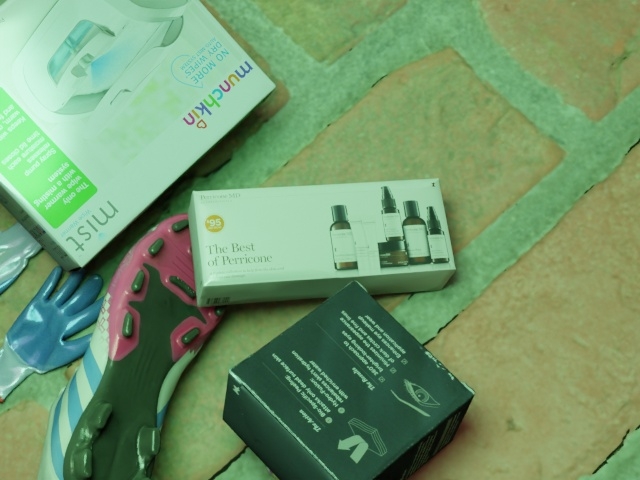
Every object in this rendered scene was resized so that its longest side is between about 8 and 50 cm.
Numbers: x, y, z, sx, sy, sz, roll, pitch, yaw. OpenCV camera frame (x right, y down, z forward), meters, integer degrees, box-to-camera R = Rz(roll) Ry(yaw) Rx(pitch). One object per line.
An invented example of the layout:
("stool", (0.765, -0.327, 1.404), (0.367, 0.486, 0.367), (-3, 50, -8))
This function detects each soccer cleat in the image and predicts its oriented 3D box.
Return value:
("soccer cleat", (-0.188, 0.117, 1.216), (0.116, 0.143, 0.331), (37, 52, -24))

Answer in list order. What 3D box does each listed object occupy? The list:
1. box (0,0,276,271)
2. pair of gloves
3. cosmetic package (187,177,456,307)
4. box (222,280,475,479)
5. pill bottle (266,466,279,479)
("box", (-0.221, -0.138, 1.252), (0.262, 0.127, 0.231), (-44, 98, -15))
("pair of gloves", (-0.309, 0.055, 1.305), (0.159, 0.023, 0.198), (-40, 70, -7))
("cosmetic package", (0.000, 0.000, 1.219), (0.239, 0.060, 0.098), (-4, 66, -13))
("box", (0.022, 0.148, 1.155), (0.158, 0.093, 0.156), (-34, 66, -29))
("pill bottle", (-0.007, 0.221, 1.184), (0.083, 0.043, 0.043), (41, 81, 19))
